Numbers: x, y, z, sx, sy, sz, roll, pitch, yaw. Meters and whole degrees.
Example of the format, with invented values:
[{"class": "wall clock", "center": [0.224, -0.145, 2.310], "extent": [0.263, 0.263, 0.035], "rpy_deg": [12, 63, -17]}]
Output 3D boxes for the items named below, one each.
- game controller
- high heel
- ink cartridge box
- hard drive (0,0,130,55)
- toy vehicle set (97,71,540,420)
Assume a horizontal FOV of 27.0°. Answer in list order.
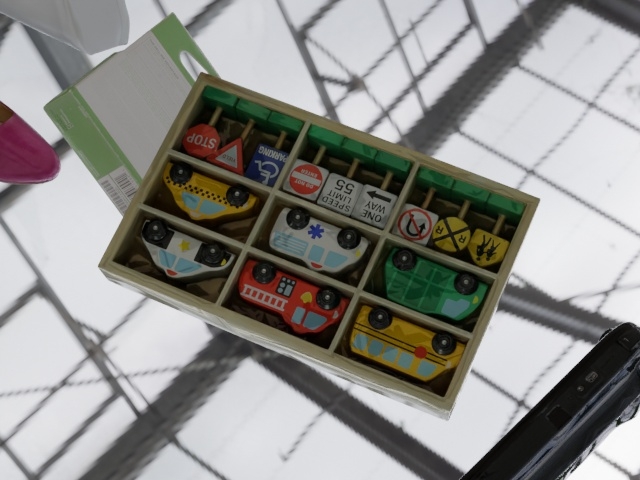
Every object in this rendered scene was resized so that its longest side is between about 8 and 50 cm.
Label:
[{"class": "game controller", "center": [0.200, 0.212, 1.265], "extent": [0.319, 0.166, 0.067], "rpy_deg": [-41, -112, -16]}, {"class": "high heel", "center": [-0.326, -0.144, 1.181], "extent": [0.244, 0.117, 0.082], "rpy_deg": [33, -141, 19]}, {"class": "ink cartridge box", "center": [-0.194, -0.144, 1.546], "extent": [0.056, 0.171, 0.235], "rpy_deg": [-26, -164, 35]}, {"class": "hard drive", "center": [-0.227, -0.252, 0.912], "extent": [0.040, 0.203, 0.307], "rpy_deg": [-23, -153, -23]}, {"class": "toy vehicle set", "center": [0.000, 0.000, 0.942], "extent": [0.266, 0.035, 0.166], "rpy_deg": [21, -107, 11]}]
